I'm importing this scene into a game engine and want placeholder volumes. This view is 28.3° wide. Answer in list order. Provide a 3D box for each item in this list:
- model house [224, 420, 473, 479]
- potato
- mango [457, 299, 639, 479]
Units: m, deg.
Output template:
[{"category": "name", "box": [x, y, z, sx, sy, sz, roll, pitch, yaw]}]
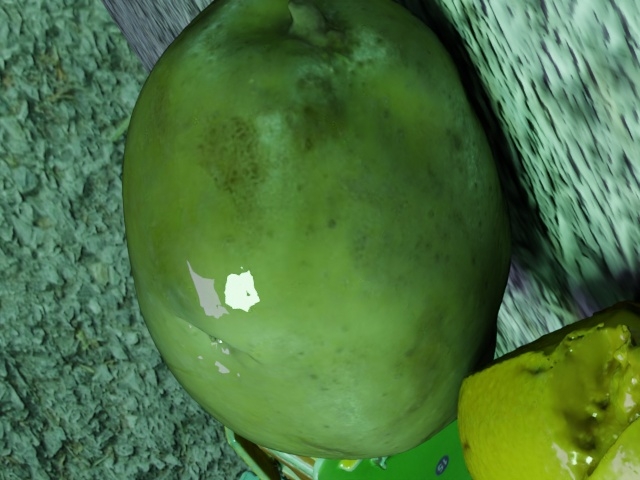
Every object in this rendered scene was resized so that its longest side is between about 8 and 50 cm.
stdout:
[{"category": "model house", "box": [-0.041, 0.193, 1.237, 0.323, 0.340, 0.300, 26, 161, 36]}, {"category": "potato", "box": [0.000, 0.000, 0.757, 0.220, 0.243, 0.326, 8, 155, 17]}, {"category": "mango", "box": [0.159, 0.110, 0.657, 0.167, 0.130, 0.262, 49, 168, 7]}]
